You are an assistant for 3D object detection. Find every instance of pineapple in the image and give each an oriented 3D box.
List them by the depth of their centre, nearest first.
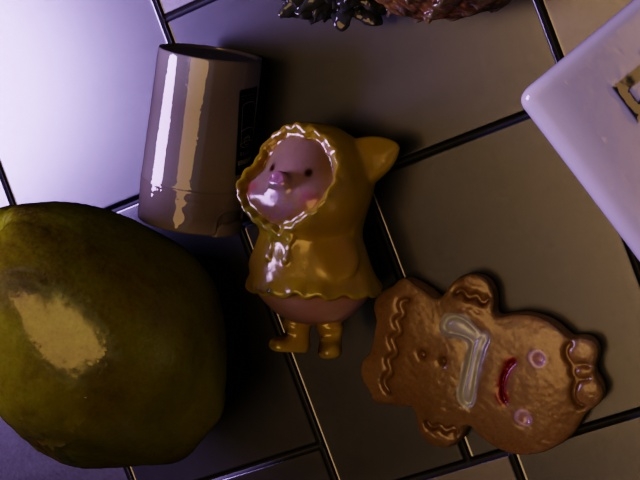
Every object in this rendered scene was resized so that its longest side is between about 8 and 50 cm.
[{"bbox_3d":[0.062,-0.262,1.815,0.279,0.158,0.157,-13,94,39],"label":"pineapple"}]

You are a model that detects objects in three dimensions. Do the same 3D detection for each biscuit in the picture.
[{"bbox_3d":[0.159,0.128,1.895,0.249,0.035,0.184,19,107,20],"label":"biscuit"}]

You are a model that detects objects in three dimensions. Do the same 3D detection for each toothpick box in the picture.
[{"bbox_3d":[-0.122,-0.102,1.944,0.111,0.111,0.180,13,103,23],"label":"toothpick box"}]

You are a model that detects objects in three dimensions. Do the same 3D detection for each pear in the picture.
[{"bbox_3d":[-0.234,0.095,1.951,0.321,0.269,0.269,42,117,-16],"label":"pear"}]

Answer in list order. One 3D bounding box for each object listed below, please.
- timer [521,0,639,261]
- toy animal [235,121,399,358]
[{"bbox_3d":[0.325,-0.115,1.684,0.194,0.192,0.195,-39,82,26],"label":"timer"},{"bbox_3d":[-0.004,-0.001,1.898,0.156,0.156,0.229,7,92,24],"label":"toy animal"}]
